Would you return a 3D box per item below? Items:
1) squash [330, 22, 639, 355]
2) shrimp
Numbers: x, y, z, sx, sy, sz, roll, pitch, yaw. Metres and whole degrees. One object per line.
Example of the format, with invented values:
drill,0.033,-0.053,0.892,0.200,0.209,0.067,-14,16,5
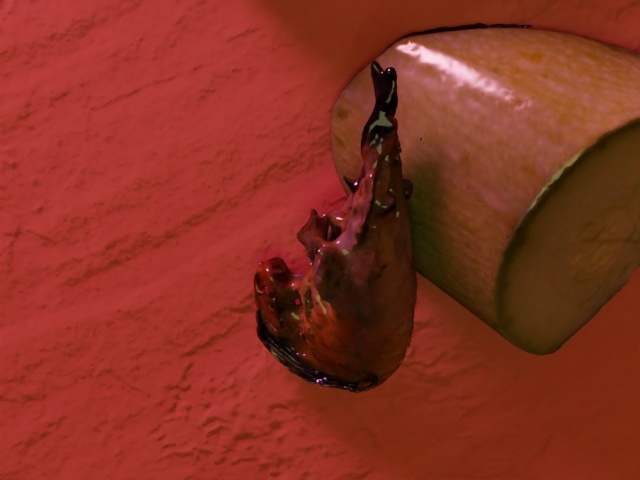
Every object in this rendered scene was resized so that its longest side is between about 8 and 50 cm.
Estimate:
squash,0.138,-0.061,1.190,0.204,0.155,0.237,17,116,-47
shrimp,0.006,0.002,1.162,0.117,0.066,0.262,4,124,9
